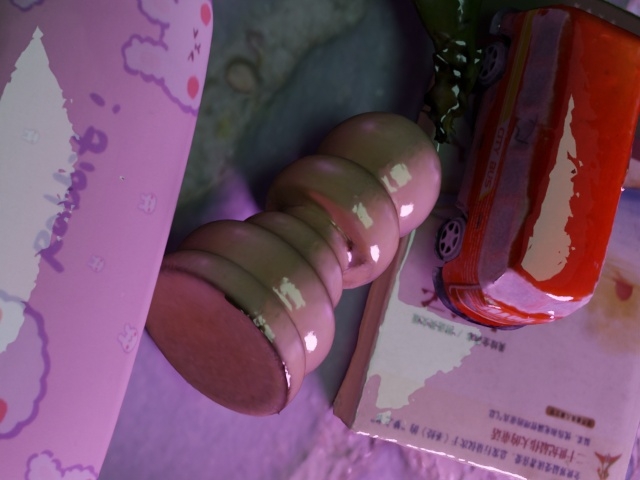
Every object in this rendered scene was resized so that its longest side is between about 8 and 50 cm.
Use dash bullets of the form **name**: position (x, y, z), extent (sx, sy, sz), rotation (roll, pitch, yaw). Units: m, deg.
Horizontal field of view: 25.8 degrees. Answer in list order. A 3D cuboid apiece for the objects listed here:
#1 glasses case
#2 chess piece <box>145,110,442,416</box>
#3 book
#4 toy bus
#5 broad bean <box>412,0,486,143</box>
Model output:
- **glasses case**: position (-0.125, -0.003, 0.589), extent (0.113, 0.075, 0.296), rotation (18, 82, -37)
- **chess piece**: position (0.000, 0.000, 0.686), extent (0.170, 0.094, 0.094), rotation (-43, 119, -32)
- **book**: position (0.131, -0.008, 0.811), extent (0.201, 0.026, 0.289), rotation (19, 81, -27)
- **toy bus**: position (0.120, -0.038, 0.745), extent (0.079, 0.077, 0.174), rotation (19, 80, -25)
- **broad bean**: position (-0.002, -0.178, 0.686), extent (0.292, 0.049, 0.144), rotation (36, 64, -33)
